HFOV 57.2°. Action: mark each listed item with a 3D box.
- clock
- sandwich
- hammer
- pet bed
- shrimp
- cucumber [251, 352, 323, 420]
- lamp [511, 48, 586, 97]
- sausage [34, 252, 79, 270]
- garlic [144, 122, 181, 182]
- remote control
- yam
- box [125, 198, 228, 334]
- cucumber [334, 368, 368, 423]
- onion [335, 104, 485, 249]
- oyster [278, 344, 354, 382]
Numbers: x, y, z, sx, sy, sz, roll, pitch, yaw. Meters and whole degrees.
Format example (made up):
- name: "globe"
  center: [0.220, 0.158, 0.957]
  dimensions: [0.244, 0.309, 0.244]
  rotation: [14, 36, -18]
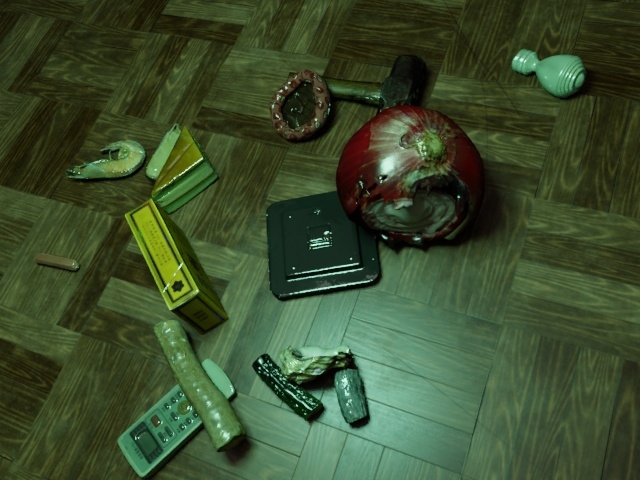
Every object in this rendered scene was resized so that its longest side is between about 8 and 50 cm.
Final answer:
- name: "clock"
  center: [0.000, 0.000, 1.472]
  dimensions: [0.279, 0.049, 0.273]
  rotation: [-10, 62, 8]
- name: "sandwich"
  center: [-0.396, -0.194, 1.626]
  dimensions: [0.187, 0.117, 0.144]
  rotation: [-37, 59, -4]
- name: "hammer"
  center: [0.078, -0.421, 1.641]
  dimensions: [0.409, 0.095, 0.242]
  rotation: [14, 69, 22]
- name: "pet bed"
  center: [-0.057, -0.371, 1.631]
  dimensions: [0.201, 0.053, 0.201]
  rotation: [-4, 83, 35]
- name: "shrimp"
  center: [-0.639, -0.234, 1.746]
  dimensions: [0.251, 0.052, 0.143]
  rotation: [-7, 52, 2]
- name: "cucumber"
  center: [-0.080, 0.329, 1.325]
  dimensions: [0.187, 0.058, 0.058]
  rotation: [35, 77, 26]
- name: "lamp"
  center: [0.596, -0.442, 1.524]
  dimensions: [0.106, 0.106, 0.193]
  rotation: [-44, 54, -10]
- name: "sausage"
  center: [-0.730, 0.059, 1.628]
  dimensions: [0.147, 0.030, 0.035]
  rotation: [8, 67, 17]
- name: "garlic"
  center: [-0.436, -0.230, 1.660]
  dimensions: [0.087, 0.101, 0.195]
  rotation: [26, 61, -8]
- name: "remote control"
  center: [-0.329, 0.405, 1.357]
  dimensions: [0.285, 0.038, 0.123]
  rotation: [-42, 62, -9]
- name: "yam"
  center: [-0.280, 0.318, 1.334]
  dimensions: [0.081, 0.081, 0.357]
  rotation: [-36, 58, -5]
- name: "box"
  center: [-0.352, 0.065, 1.442]
  dimensions: [0.084, 0.193, 0.301]
  rotation: [-33, 61, -2]
- name: "cucumber"
  center: [0.067, 0.341, 1.281]
  dimensions: [0.064, 0.064, 0.112]
  rotation: [-17, 62, 5]
- name: "onion"
  center: [0.204, -0.158, 1.351]
  dimensions: [0.341, 0.341, 0.341]
  rotation: [-5, 63, 11]
- name: "oyster"
  center: [-0.019, 0.270, 1.315]
  dimensions: [0.191, 0.163, 0.081]
  rotation: [7, 100, 56]
